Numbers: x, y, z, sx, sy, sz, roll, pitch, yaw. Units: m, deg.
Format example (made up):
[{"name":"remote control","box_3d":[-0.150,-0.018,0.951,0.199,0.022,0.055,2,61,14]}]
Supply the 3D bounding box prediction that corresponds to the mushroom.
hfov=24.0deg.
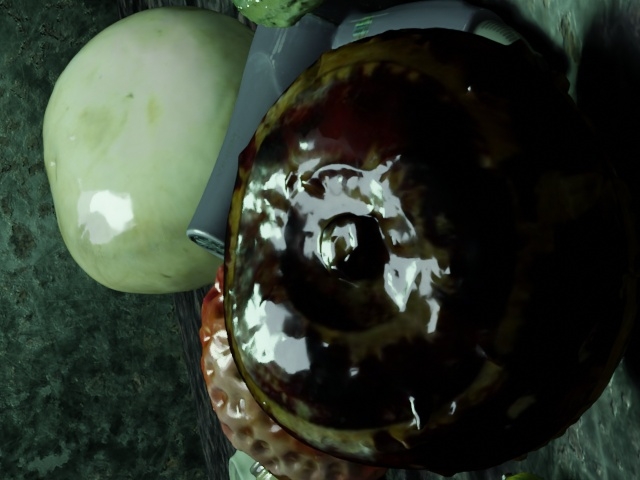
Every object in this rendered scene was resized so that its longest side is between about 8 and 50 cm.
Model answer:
[{"name":"mushroom","box_3d":[-0.186,-0.093,1.831,0.353,0.325,0.353,37,149,27]}]

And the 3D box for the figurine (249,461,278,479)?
[{"name":"figurine","box_3d":[0.013,0.415,1.704,0.248,0.203,0.380,100,156,-66]}]

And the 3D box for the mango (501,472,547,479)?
[{"name":"mango","box_3d":[0.167,0.276,1.187,0.122,0.086,0.191,-147,47,-68]}]

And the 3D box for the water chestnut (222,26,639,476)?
[{"name":"water chestnut","box_3d":[0.079,0.008,1.000,0.300,0.300,0.300,168,90,-77]}]

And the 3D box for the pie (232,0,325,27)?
[{"name":"pie","box_3d":[0.004,-0.301,1.207,0.277,0.078,0.277,-49,27,34]}]

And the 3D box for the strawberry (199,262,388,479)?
[{"name":"strawberry","box_3d":[0.013,0.083,1.304,0.265,0.149,0.336,38,134,11]}]

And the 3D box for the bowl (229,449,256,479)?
[{"name":"bowl","box_3d":[-0.036,0.334,1.982,0.277,0.145,0.277,167,90,-79]}]

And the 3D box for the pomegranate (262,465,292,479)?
[{"name":"pomegranate","box_3d":[0.019,0.172,1.605,0.209,0.180,0.180,-50,41,25]}]

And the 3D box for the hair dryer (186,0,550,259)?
[{"name":"hair dryer","box_3d":[0.044,-0.119,1.179,0.361,0.121,0.301,2,63,58]}]
